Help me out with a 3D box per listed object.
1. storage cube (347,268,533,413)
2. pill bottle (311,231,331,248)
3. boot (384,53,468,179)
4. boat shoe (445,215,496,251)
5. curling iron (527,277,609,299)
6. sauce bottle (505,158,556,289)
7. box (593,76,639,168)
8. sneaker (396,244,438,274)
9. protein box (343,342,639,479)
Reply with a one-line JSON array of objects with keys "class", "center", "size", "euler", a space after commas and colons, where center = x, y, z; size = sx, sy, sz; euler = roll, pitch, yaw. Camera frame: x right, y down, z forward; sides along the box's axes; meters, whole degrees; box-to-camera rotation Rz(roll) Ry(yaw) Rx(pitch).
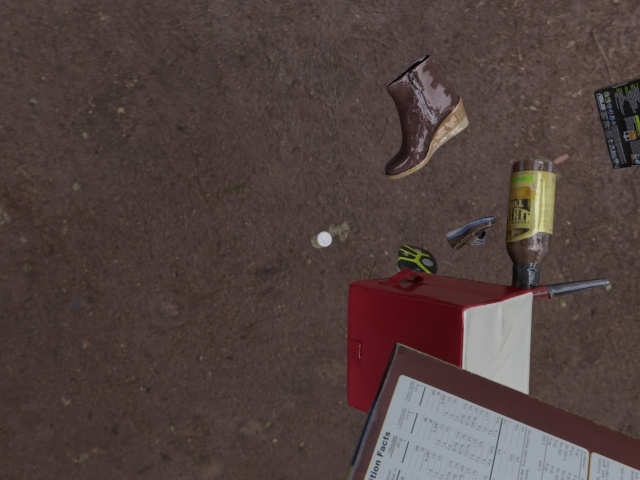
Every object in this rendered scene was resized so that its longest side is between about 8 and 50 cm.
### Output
[{"class": "storage cube", "center": [0.168, 0.154, 0.701], "size": [0.184, 0.193, 0.215], "euler": [-3, 97, -41]}, {"class": "pill bottle", "center": [0.000, 0.000, 1.410], "size": [0.043, 0.083, 0.043], "euler": [2, 84, -17]}, {"class": "boot", "center": [0.210, -0.286, 1.159], "size": [0.248, 0.090, 0.207], "euler": [-39, 119, 12]}, {"class": "boat shoe", "center": [0.435, -0.017, 1.385], "size": [0.066, 0.183, 0.066], "euler": [-13, 79, -27]}, {"class": "curling iron", "center": [0.500, 0.116, 1.084], "size": [0.274, 0.068, 0.035], "euler": [-7, 84, 3]}, {"class": "sauce bottle", "center": [0.524, -0.030, 1.224], "size": [0.111, 0.111, 0.344], "euler": [6, 82, -2]}, {"class": "box", "center": [0.707, -0.259, 1.047], "size": [0.045, 0.184, 0.190], "euler": [-28, 103, -30]}, {"class": "sneaker", "center": [0.308, 0.156, 1.598], "size": [0.145, 0.384, 0.147], "euler": [12, 126, -5]}, {"class": "protein box", "center": [0.117, 0.210, 0.374], "size": [0.201, 0.136, 0.199], "euler": [20, 148, 12]}]
